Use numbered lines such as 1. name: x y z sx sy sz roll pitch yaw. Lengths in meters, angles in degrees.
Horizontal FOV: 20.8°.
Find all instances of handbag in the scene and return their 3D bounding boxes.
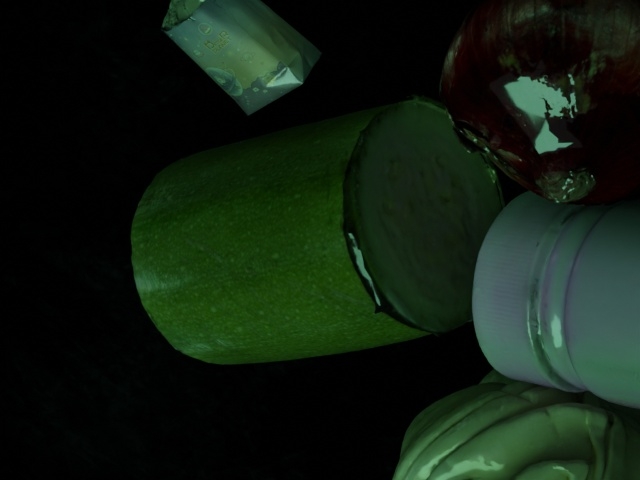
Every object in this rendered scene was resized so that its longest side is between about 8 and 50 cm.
1. handbag: -0.094 -0.228 1.900 0.173 0.095 0.117 42 142 -20

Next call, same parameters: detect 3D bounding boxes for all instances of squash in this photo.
1. squash: 0.000 0.000 1.930 0.384 0.263 0.263 -12 123 48

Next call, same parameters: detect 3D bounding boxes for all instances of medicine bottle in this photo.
1. medicine bottle: 0.338 0.065 1.721 0.325 0.212 0.212 8 137 42

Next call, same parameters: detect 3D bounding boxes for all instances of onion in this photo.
1. onion: 0.230 -0.112 1.642 0.272 0.195 0.272 15 148 10

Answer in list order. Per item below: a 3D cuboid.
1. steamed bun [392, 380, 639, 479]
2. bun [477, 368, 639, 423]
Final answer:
1. steamed bun: 0.213 0.270 1.860 0.276 0.203 0.289 -45 66 18
2. bun: 0.314 0.308 2.060 0.364 0.202 0.364 24 142 20
